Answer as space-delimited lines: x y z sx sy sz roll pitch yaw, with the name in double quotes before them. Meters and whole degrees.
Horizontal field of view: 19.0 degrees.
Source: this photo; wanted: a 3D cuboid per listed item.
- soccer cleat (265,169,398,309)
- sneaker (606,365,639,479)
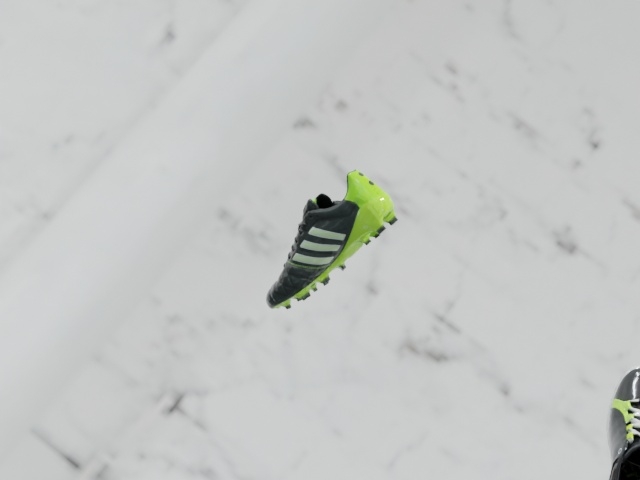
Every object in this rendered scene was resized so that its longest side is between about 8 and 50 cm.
"soccer cleat" 0.000 0.000 1.877 0.072 0.060 0.179 50 -61 4
"sneaker" 0.336 0.221 1.950 0.084 0.235 0.097 8 -33 3
